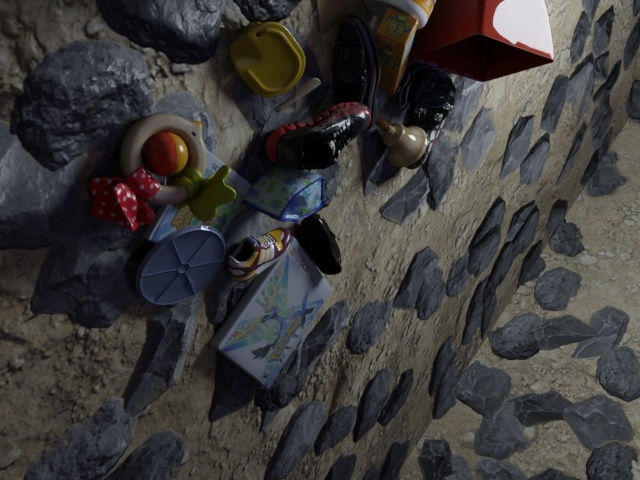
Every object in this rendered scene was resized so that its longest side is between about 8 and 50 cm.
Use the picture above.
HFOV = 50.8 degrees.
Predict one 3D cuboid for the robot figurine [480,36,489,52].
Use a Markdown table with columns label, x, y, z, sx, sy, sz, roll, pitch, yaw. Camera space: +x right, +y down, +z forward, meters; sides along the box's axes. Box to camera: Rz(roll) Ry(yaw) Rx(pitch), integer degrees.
| label | x | y | z | sx | sy | sz | roll | pitch | yaw |
| --- | --- | --- | --- | --- | --- | --- | --- | --- | --- |
| robot figurine | 0.487 | -0.595 | 1.982 | 0.219 | 0.128 | 0.158 | -52 | -177 | -20 |

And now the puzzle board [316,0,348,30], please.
| label | x | y | z | sx | sy | sz | roll | pitch | yaw |
| --- | --- | --- | --- | --- | --- | --- | --- | --- | --- |
| puzzle board | 0.021 | -0.535 | 1.462 | 0.096 | 0.011 | 0.128 | -42 | 141 | -29 |

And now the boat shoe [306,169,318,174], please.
| label | x | y | z | sx | sy | sz | roll | pitch | yaw |
| --- | --- | --- | --- | --- | --- | --- | --- | --- | --- |
| boat shoe | -0.025 | -0.179 | 1.605 | 0.135 | 0.050 | 0.045 | -67 | 159 | 8 |

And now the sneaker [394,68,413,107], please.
| label | x | y | z | sx | sy | sz | roll | pitch | yaw |
| --- | --- | --- | --- | --- | --- | --- | --- | --- | --- |
| sneaker | 0.222 | -0.409 | 1.818 | 0.044 | 0.040 | 0.109 | -17 | 124 | -86 |

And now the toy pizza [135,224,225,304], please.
| label | x | y | z | sx | sy | sz | roll | pitch | yaw |
| --- | --- | --- | --- | --- | --- | --- | --- | --- | --- |
| toy pizza | -0.283 | 0.047 | 1.357 | 0.201 | 0.032 | 0.201 | -30 | 145 | -24 |

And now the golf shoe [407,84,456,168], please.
| label | x | y | z | sx | sy | sz | roll | pitch | yaw |
| --- | --- | --- | --- | --- | --- | --- | --- | --- | --- |
| golf shoe | 0.302 | -0.333 | 1.946 | 0.273 | 0.105 | 0.120 | -62 | 169 | -3 |

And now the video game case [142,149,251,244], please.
| label | x | y | z | sx | sy | sz | roll | pitch | yaw |
| --- | --- | --- | --- | --- | --- | --- | --- | --- | --- |
| video game case | -0.246 | -0.064 | 1.380 | 0.213 | 0.023 | 0.193 | -61 | 147 | -6 |

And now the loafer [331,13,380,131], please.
| label | x | y | z | sx | sy | sz | roll | pitch | yaw |
| --- | --- | --- | --- | --- | --- | --- | --- | --- | --- |
| loafer | 0.075 | -0.369 | 1.568 | 0.095 | 0.109 | 0.303 | -39 | 143 | -28 |

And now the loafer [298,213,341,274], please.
| label | x | y | z | sx | sy | sz | roll | pitch | yaw |
| --- | --- | --- | --- | --- | --- | --- | --- | --- | --- |
| loafer | 0.000 | 0.000 | 1.746 | 0.220 | 0.080 | 0.078 | 69 | 21 | -47 |

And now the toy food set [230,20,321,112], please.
| label | x | y | z | sx | sy | sz | roll | pitch | yaw |
| --- | --- | --- | --- | --- | --- | --- | --- | --- | --- |
| toy food set | -0.104 | -0.363 | 1.356 | 0.128 | 0.071 | 0.218 | -39 | 144 | 4 |

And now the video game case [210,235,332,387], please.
| label | x | y | z | sx | sy | sz | roll | pitch | yaw |
| --- | --- | --- | --- | --- | --- | --- | --- | --- | --- |
| video game case | -0.112 | 0.191 | 1.732 | 0.329 | 0.036 | 0.300 | -55 | 146 | -15 |

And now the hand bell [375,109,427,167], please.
| label | x | y | z | sx | sy | sz | roll | pitch | yaw |
| --- | --- | --- | --- | --- | --- | --- | --- | --- | --- |
| hand bell | 0.169 | -0.302 | 1.768 | 0.242 | 0.126 | 0.126 | 33 | 83 | -46 |

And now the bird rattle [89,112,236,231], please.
| label | x | y | z | sx | sy | sz | roll | pitch | yaw |
| --- | --- | --- | --- | --- | --- | --- | --- | --- | --- |
| bird rattle | -0.291 | -0.124 | 1.218 | 0.253 | 0.143 | 0.207 | -4 | 95 | -30 |

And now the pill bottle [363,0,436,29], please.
| label | x | y | z | sx | sy | sz | roll | pitch | yaw |
| --- | --- | --- | --- | --- | --- | --- | --- | --- | --- |
| pill bottle | 0.219 | -0.641 | 1.536 | 0.162 | 0.162 | 0.279 | 22 | 93 | -58 |

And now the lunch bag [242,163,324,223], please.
| label | x | y | z | sx | sy | sz | roll | pitch | yaw |
| --- | --- | --- | --- | --- | --- | --- | --- | --- | --- |
| lunch bag | -0.084 | -0.099 | 1.493 | 0.151 | 0.128 | 0.096 | -34 | 136 | -40 |

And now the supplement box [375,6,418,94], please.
| label | x | y | z | sx | sy | sz | roll | pitch | yaw |
| --- | --- | --- | --- | --- | --- | --- | --- | --- | --- |
| supplement box | 0.167 | -0.440 | 1.586 | 0.080 | 0.078 | 0.233 | -62 | 172 | -16 |

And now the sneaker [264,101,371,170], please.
| label | x | y | z | sx | sy | sz | roll | pitch | yaw |
| --- | --- | --- | --- | --- | --- | --- | --- | --- | --- |
| sneaker | 0.018 | -0.227 | 1.500 | 0.276 | 0.135 | 0.098 | -26 | 132 | -26 |

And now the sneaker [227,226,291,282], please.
| label | x | y | z | sx | sy | sz | roll | pitch | yaw |
| --- | --- | --- | --- | --- | --- | --- | --- | --- | --- |
| sneaker | -0.136 | 0.017 | 1.549 | 0.185 | 0.069 | 0.084 | -45 | 148 | -30 |

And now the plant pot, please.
| label | x | y | z | sx | sy | sz | roll | pitch | yaw |
| --- | --- | --- | --- | --- | --- | --- | --- | --- | --- |
| plant pot | 0.426 | -0.581 | 1.750 | 0.267 | 0.267 | 0.236 | 8 | 85 | -29 |

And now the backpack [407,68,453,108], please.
| label | x | y | z | sx | sy | sz | roll | pitch | yaw |
| --- | --- | --- | --- | --- | --- | --- | --- | --- | --- |
| backpack | 0.298 | -0.420 | 1.844 | 0.114 | 0.084 | 0.105 | -5 | 130 | -28 |
